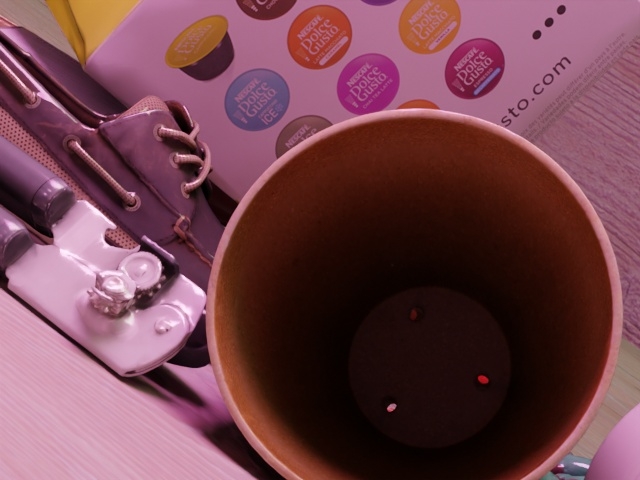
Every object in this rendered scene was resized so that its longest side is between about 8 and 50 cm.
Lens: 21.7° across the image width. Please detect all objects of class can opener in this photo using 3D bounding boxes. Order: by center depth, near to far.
[{"bbox_3d":[-0.186,-0.004,1.028,0.280,0.074,0.093,36,-26,16],"label":"can opener"}]

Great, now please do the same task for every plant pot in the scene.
[{"bbox_3d":[0.063,0.064,1.066,0.237,0.237,0.254,34,-7,11],"label":"plant pot"}]

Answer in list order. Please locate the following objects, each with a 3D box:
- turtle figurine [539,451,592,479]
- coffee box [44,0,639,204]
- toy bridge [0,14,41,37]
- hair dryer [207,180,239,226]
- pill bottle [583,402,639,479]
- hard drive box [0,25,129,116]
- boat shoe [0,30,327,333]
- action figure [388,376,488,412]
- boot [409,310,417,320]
[{"bbox_3d":[0.223,0.199,1.165,0.234,0.118,0.175,23,-4,2],"label":"turtle figurine"},{"bbox_3d":[-0.007,-0.222,1.382,0.334,0.337,0.338,41,7,-32],"label":"coffee box"},{"bbox_3d":[-0.415,-0.274,1.941,0.188,0.026,0.063,27,7,-37],"label":"toy bridge"},{"bbox_3d":[-0.146,-0.090,1.647,0.223,0.080,0.293,27,9,-38],"label":"hair dryer"},{"bbox_3d":[0.281,0.216,0.850,0.224,0.224,0.392,30,7,-17],"label":"pill bottle"},{"bbox_3d":[-0.208,-0.087,1.328,0.181,0.089,0.232,32,8,-2],"label":"hard drive box"},{"bbox_3d":[-0.136,-0.039,1.143,0.355,0.130,0.132,31,8,-12],"label":"boat shoe"},{"bbox_3d":[0.099,0.069,1.314,0.139,0.091,0.280,24,33,-39],"label":"action figure"},{"bbox_3d":[0.000,0.000,1.653,0.244,0.088,0.176,37,10,10],"label":"boot"}]
